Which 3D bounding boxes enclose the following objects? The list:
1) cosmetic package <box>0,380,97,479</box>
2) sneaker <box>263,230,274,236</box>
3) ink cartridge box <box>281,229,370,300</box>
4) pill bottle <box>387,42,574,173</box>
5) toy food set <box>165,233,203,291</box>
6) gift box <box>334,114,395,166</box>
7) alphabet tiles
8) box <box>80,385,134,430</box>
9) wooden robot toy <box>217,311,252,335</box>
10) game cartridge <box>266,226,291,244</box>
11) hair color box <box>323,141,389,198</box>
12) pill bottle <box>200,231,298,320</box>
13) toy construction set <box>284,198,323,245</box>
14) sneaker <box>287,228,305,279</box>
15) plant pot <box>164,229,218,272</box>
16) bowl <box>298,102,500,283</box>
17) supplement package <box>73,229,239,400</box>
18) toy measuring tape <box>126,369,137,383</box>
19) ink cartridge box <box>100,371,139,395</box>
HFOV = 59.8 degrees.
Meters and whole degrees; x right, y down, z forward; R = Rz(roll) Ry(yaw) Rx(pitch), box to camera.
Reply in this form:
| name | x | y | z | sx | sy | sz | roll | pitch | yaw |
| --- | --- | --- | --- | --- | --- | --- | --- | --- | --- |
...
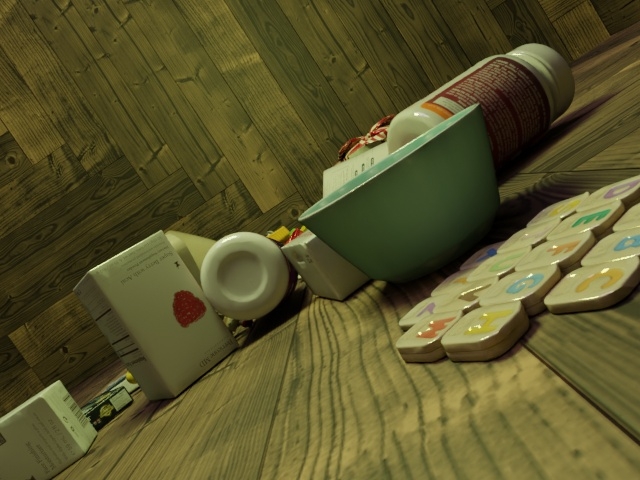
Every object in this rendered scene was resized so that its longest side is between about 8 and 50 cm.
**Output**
| name | x | y | z | sx | sy | sz | roll | pitch | yaw |
| --- | --- | --- | --- | --- | --- | --- | --- | --- | --- |
| cosmetic package | -0.589 | 0.412 | 1.138 | 0.183 | 0.151 | 0.151 | -35 | 5 | -12 |
| sneaker | -0.223 | 0.073 | 1.983 | 0.118 | 0.083 | 0.222 | -26 | -36 | -59 |
| ink cartridge box | 0.098 | -0.024 | 1.079 | 0.306 | 0.131 | 0.226 | -36 | 5 | -13 |
| pill bottle | 0.356 | -0.262 | 1.213 | 0.392 | 0.224 | 0.224 | -35 | 5 | -22 |
| toy food set | -0.375 | 0.168 | 1.339 | 0.219 | 0.306 | 0.092 | -36 | 19 | -36 |
| gift box | 0.222 | -0.238 | 1.698 | 0.255 | 0.258 | 0.276 | -35 | 4 | -22 |
| alphabet tiles | 0.200 | 0.023 | 0.540 | 0.284 | 0.021 | 0.278 | -35 | 5 | -27 |
| box | -0.576 | 0.442 | 1.364 | 0.220 | 0.051 | 0.175 | -28 | 7 | 47 |
| wooden robot toy | -0.212 | 0.209 | 1.303 | 0.173 | 0.076 | 0.079 | 29 | -100 | -73 |
| game cartridge | -0.239 | 0.113 | 1.845 | 0.323 | 0.052 | 0.285 | -37 | -19 | -36 |
| hair color box | 0.127 | -0.133 | 1.473 | 0.105 | 0.174 | 0.347 | 3 | -7 | -26 |
| pill bottle | -0.147 | 0.078 | 1.266 | 0.181 | 0.181 | 0.323 | -33 | -4 | 2 |
| toy construction set | -0.001 | -0.034 | 1.774 | 0.215 | 0.151 | 0.327 | -62 | 9 | -24 |
| sneaker | 0.000 | 0.000 | 1.534 | 0.221 | 0.128 | 0.087 | -35 | 5 | -19 |
| plant pot | -0.286 | 0.109 | 1.528 | 0.274 | 0.256 | 0.256 | 4 | 9 | 5 |
| bowl | 0.137 | -0.050 | 0.830 | 0.311 | 0.163 | 0.311 | -32 | 6 | 4 |
| supplement package | -0.344 | 0.161 | 1.166 | 0.177 | 0.293 | 0.175 | -37 | 6 | -37 |
| toy measuring tape | -0.383 | 0.266 | 1.501 | 0.330 | 0.121 | 0.121 | -35 | 4 | -16 |
| ink cartridge box | -0.534 | 0.396 | 1.619 | 0.208 | 0.045 | 0.206 | -33 | 4 | -10 |
